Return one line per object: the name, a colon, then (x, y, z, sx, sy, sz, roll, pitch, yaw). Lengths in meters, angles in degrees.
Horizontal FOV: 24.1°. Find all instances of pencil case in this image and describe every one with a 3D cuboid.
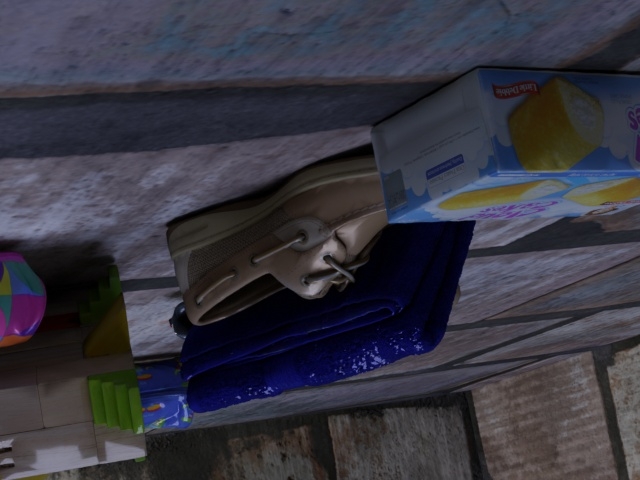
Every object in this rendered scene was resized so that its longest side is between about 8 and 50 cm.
pencil case: (-0.339, 0.255, 2.359, 0.306, 0.119, 0.133, -4, -176, -34)
pencil case: (-0.368, 0.052, 1.380, 0.104, 0.104, 0.236, -19, 166, 37)

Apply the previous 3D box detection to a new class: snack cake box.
snack cake box: (0.195, -0.077, 1.269, 0.264, 0.089, 0.152, -3, 166, -34)

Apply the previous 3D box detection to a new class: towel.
towel: (0.001, 0.049, 1.521, 0.308, 0.227, 0.076, -18, 127, 35)

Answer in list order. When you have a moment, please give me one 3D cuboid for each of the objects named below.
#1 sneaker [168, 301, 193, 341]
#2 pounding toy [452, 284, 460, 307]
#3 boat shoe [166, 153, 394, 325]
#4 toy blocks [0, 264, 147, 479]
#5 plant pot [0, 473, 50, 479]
sneaker: (-0.066, 0.094, 1.854, 0.262, 0.104, 0.125, -14, 166, 19)
pounding toy: (0.079, 0.126, 2.127, 0.237, 0.110, 0.183, -9, 169, -6)
boat shoe: (0.000, 0.000, 1.418, 0.341, 0.110, 0.122, -19, 166, 38)
toy blocks: (-0.328, 0.147, 1.576, 0.261, 0.190, 0.381, -8, -163, -9)
plant pot: (-0.495, 0.258, 1.903, 0.212, 0.212, 0.187, -45, 153, -4)
